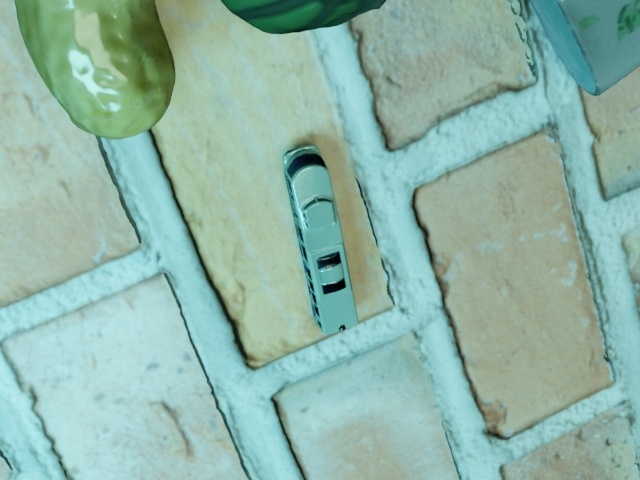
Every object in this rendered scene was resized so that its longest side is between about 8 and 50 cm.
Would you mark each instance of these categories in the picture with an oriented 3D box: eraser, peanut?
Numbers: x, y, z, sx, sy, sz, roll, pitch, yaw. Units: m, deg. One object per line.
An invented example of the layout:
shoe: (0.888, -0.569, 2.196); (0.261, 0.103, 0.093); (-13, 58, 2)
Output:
eraser: (0.330, -0.276, 1.165); (0.227, 0.081, 0.174); (-37, 119, -1)
peanut: (-0.193, -0.236, 0.972); (0.148, 0.147, 0.318); (-16, 113, -12)

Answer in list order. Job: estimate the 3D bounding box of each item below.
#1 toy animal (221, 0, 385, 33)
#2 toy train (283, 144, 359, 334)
toy animal: (-0.028, -0.333, 0.952); (0.216, 0.191, 0.338); (-23, 115, -22)
toy train: (0.000, 0.000, 1.193); (0.043, 0.047, 0.207); (-18, 118, -12)
